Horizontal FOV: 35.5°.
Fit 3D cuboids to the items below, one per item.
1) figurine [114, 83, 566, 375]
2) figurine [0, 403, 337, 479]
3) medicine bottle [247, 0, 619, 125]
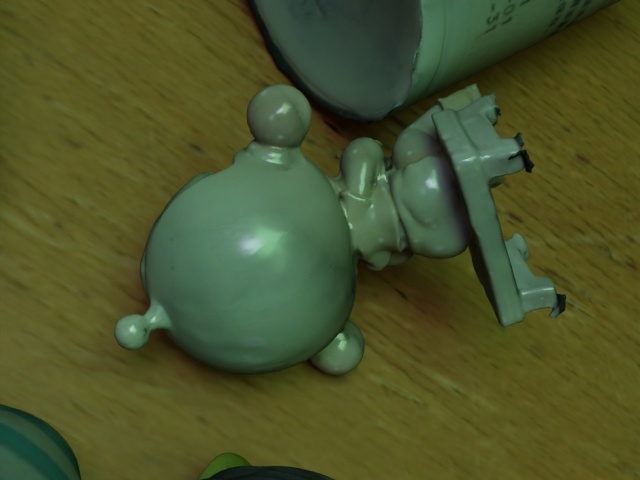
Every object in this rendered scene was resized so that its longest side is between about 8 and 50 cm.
[{"bbox_3d":[0.004,0.010,0.602,0.257,0.182,0.144,-21,55,-1],"label":"figurine"},{"bbox_3d":[-0.057,0.177,0.395,0.361,0.378,0.266,31,63,-11],"label":"figurine"},{"bbox_3d":[0.124,-0.232,0.719,0.332,0.190,0.190,-29,84,-28],"label":"medicine bottle"}]
